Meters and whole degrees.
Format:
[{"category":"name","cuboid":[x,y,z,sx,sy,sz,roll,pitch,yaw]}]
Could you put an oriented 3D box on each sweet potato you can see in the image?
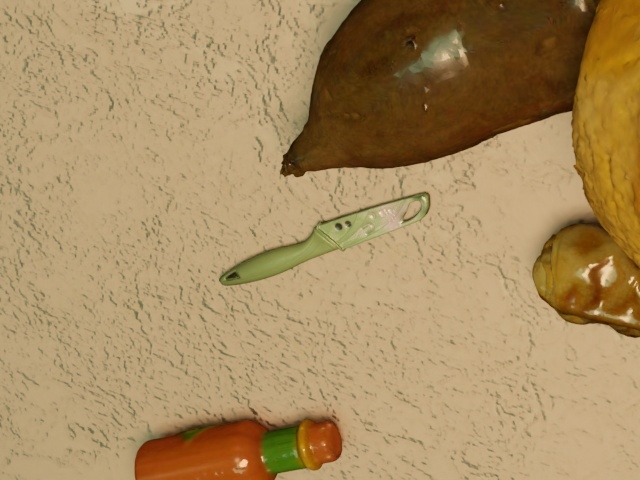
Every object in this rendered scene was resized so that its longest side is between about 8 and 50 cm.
[{"category":"sweet potato","cuboid":[0.116,-0.149,0.969,0.370,0.158,0.157,-23,100,34]}]

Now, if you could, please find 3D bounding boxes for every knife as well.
[{"category":"knife","cuboid":[0.000,0.000,1.137,0.207,0.014,0.030,-20,102,24]}]

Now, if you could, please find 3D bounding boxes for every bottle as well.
[{"category":"bottle","cuboid":[-0.070,0.192,1.206,0.187,0.069,0.069,-13,104,21]}]

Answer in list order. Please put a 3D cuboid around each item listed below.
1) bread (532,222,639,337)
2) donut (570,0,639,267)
[{"category":"bread","cuboid":[0.334,0.057,0.995,0.368,0.084,0.077,14,81,17]},{"category":"donut","cuboid":[0.276,-0.096,0.870,0.110,0.303,0.302,34,125,49]}]
